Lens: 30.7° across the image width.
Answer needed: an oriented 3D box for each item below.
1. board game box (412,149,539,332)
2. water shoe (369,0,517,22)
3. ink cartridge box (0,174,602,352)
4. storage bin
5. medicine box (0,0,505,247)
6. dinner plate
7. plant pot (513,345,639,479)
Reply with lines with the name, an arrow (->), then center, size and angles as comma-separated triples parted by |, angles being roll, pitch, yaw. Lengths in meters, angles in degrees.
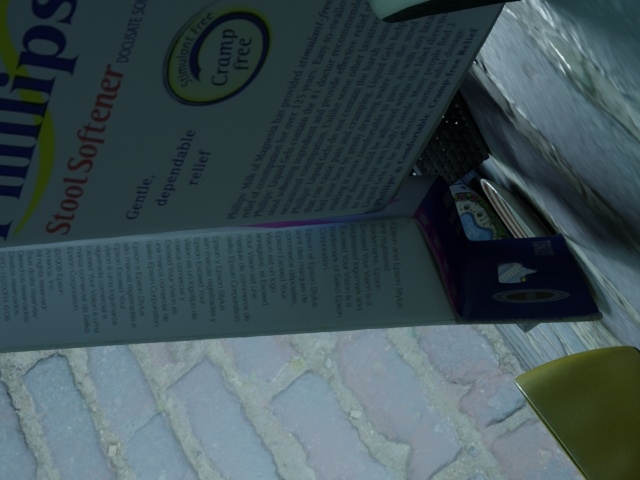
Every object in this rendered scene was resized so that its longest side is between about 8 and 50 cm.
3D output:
board game box -> 0.156, -0.008, 1.129 | 0.194, 0.060, 0.194 | 52, -179, -36
water shoe -> 0.049, -0.121, 0.378 | 0.203, 0.072, 0.080 | -95, -5, -86
ink cartridge box -> 0.000, 0.000, 0.757 | 0.324, 0.330, 0.072 | -44, -51, -80
storage bin -> 0.049, -0.124, 0.971 | 0.180, 0.084, 0.122 | 56, -177, 39
medicine box -> -0.111, -0.142, 0.548 | 0.289, 0.149, 0.263 | -6, -132, -36
dinner plate -> 0.183, 0.001, 0.983 | 0.141, 0.017, 0.141 | 54, -178, -3
plant pot -> 0.235, 0.140, 0.950 | 0.134, 0.095, 0.134 | 53, -178, -3
